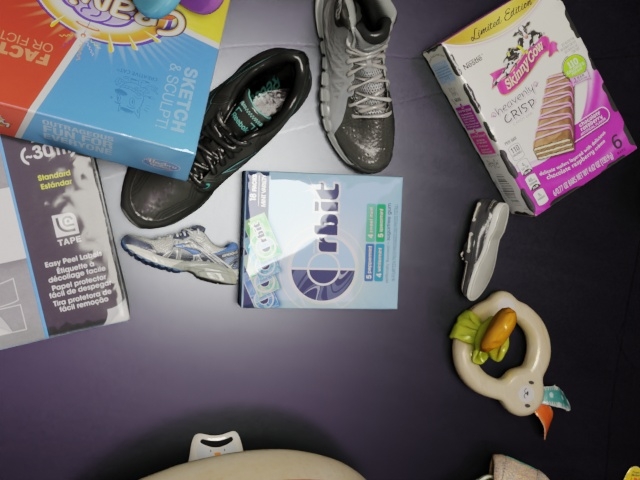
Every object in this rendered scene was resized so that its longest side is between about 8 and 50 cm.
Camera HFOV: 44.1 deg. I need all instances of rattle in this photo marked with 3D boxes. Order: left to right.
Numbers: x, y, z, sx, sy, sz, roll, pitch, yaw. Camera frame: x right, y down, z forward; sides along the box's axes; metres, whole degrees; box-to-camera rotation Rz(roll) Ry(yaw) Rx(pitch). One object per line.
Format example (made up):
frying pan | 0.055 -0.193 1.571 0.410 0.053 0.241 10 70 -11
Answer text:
rattle | 0.254 0.159 0.936 0.130 0.143 0.199 -32 93 -28

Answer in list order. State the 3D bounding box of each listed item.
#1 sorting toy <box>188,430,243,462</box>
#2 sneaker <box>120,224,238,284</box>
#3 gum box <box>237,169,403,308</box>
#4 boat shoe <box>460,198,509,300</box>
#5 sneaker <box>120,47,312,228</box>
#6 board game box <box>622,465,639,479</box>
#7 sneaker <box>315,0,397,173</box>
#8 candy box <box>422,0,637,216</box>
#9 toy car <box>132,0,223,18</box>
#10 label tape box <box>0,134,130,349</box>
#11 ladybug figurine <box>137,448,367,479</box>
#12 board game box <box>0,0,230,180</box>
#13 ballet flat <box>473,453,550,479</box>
sorting toy | -0.119 0.259 0.909 0.083 0.045 0.075 -2 74 -13
sneaker | -0.154 0.009 0.883 0.135 0.052 0.058 16 80 -20
gum box | 0.000 0.000 0.915 0.184 0.041 0.157 2 93 -12
boat shoe | 0.192 0.010 0.961 0.046 0.038 0.125 8 99 -54
sneaker | -0.114 -0.118 0.852 0.267 0.106 0.101 -46 102 -5
board game box | 0.407 0.437 1.036 0.124 0.039 0.259 27 84 -13
sneaker | 0.046 -0.186 0.868 0.086 0.132 0.228 -13 96 -12
candy box | 0.252 -0.168 0.947 0.159 0.071 0.233 -33 99 -8
toy car | -0.126 -0.278 0.726 0.182 0.159 0.136 -51 128 -26
label tape box | -0.349 -0.057 0.802 0.241 0.106 0.333 -13 96 -12
ladybug figurine | -0.117 0.389 0.823 0.449 0.162 0.305 -24 112 -5
board game box | -0.213 -0.238 0.784 0.242 0.064 0.316 13 67 -13
ballet flat | 0.154 0.392 0.954 0.106 0.107 0.316 39 79 8
